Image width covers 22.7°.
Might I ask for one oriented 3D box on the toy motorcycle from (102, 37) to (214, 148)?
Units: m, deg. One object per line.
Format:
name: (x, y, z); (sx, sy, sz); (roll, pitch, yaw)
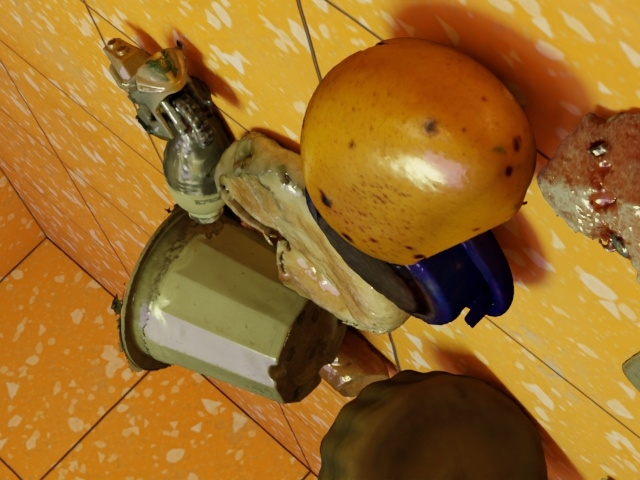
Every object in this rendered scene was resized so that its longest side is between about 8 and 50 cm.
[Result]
toy motorcycle: (-0.202, -0.198, 1.957); (0.229, 0.094, 0.130); (38, 162, 49)

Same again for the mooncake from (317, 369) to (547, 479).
mooncake: (0.142, 0.308, 2.046); (0.290, 0.290, 0.161); (48, 170, -14)

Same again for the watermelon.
watermelon: (0.252, -0.027, 1.162); (0.241, 0.094, 0.154); (31, 154, 52)

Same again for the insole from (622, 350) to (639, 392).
insole: (0.337, 0.109, 1.442); (0.119, 0.009, 0.348); (42, 166, 10)

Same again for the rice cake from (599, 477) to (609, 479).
rice cake: (0.401, 0.371, 1.925); (0.206, 0.069, 0.063); (36, 162, 22)

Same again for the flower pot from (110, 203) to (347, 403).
flower pot: (-0.110, 0.099, 2.273); (0.259, 0.290, 0.290); (22, 158, 25)

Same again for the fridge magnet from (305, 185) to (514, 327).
fridge magnet: (0.084, -0.013, 1.602); (0.265, 0.112, 0.265); (43, 169, 11)

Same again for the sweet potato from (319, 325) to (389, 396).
sweet potato: (-0.006, 0.147, 2.397); (0.252, 0.097, 0.097); (40, 166, 12)

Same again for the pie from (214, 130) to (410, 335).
pie: (0.000, 0.000, 1.988); (0.337, 0.075, 0.337); (38, 161, 16)

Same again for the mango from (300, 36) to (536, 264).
mango: (0.082, -0.079, 1.336); (0.191, 0.160, 0.290); (56, 161, -8)

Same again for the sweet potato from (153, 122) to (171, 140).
sweet potato: (-0.210, -0.162, 2.160); (0.069, 0.059, 0.249); (63, 173, 10)

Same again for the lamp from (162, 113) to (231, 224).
lamp: (-0.161, -0.101, 2.109); (0.101, 0.101, 0.250); (39, 157, 23)
